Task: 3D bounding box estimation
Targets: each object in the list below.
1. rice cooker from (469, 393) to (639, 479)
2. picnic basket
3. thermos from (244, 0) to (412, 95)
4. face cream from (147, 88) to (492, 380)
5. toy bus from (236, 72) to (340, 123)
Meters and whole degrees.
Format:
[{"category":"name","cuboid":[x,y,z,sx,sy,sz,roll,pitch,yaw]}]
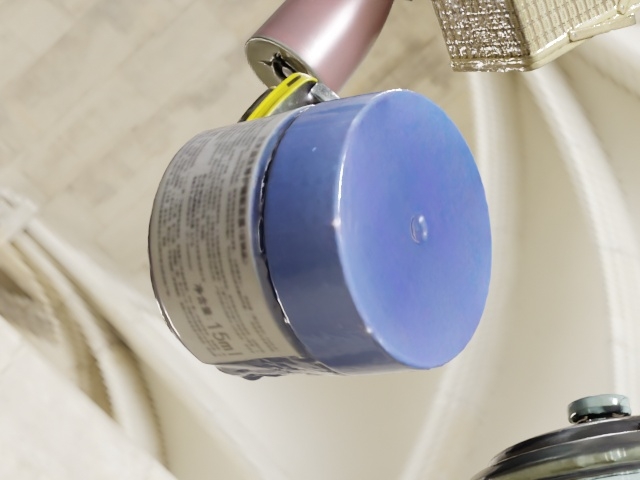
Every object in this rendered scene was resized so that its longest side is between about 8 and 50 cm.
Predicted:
[{"category":"rice cooker","cuboid":[0.256,0.273,1.202,0.264,0.316,0.316,-7,-159,2]},{"category":"picnic basket","cuboid":[0.357,-0.392,2.294,0.313,0.175,0.228,-31,-160,-27]},{"category":"thermos","cuboid":[0.019,-0.330,2.044,0.265,0.176,0.146,-53,-153,-20]},{"category":"face cream","cuboid":[0.000,0.000,1.311,0.225,0.249,0.249,-5,-142,37]},{"category":"toy bus","cuboid":[-0.009,-0.071,1.787,0.144,0.330,0.152,-49,-135,-11]}]
